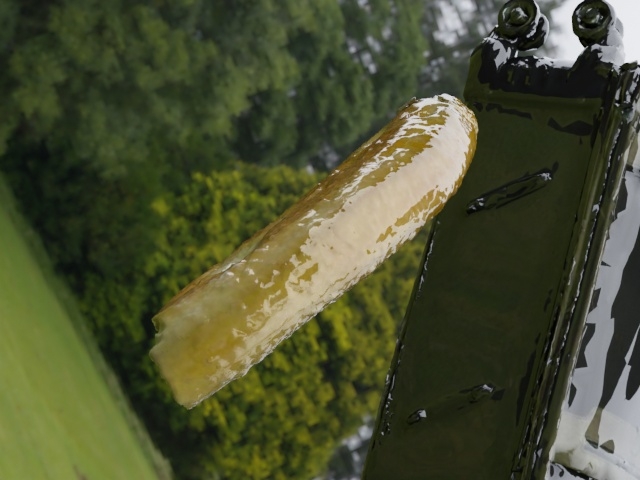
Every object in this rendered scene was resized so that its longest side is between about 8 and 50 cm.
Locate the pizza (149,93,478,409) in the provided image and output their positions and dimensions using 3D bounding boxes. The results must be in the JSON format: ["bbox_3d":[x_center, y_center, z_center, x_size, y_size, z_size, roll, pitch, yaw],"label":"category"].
[{"bbox_3d":[0.001,0.000,0.672,0.134,0.271,0.056,-34,-83,40],"label":"pizza"}]

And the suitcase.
[{"bbox_3d":[0.188,0.064,0.981,0.194,0.434,0.283,10,-17,32],"label":"suitcase"}]
